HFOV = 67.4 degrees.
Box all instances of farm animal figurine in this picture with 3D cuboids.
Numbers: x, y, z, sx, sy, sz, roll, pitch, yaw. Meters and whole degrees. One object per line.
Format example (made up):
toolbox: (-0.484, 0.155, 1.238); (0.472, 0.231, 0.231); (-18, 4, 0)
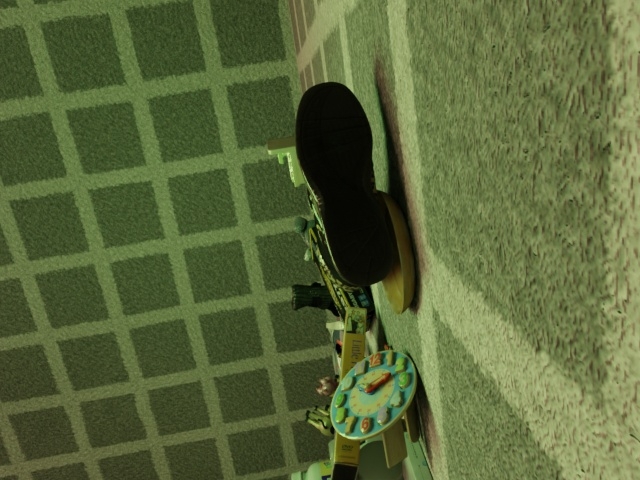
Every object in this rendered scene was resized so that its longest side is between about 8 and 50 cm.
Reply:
farm animal figurine: (0.101, 0.549, 1.661); (0.330, 0.172, 0.327); (-58, -24, -31)

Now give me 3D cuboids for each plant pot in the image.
plant pot: (0.137, 0.020, 0.898); (0.236, 0.032, 0.236); (171, 90, -88)

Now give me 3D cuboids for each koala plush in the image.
koala plush: (0.000, 0.000, 2.173); (0.221, 0.196, 0.203); (-105, -5, -58)

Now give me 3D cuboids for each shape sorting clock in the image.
shape sorting clock: (0.103, 0.305, 0.968); (0.040, 0.206, 0.206); (51, -173, -18)

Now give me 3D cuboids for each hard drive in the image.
hard drive: (0.123, 0.652, 1.575); (0.040, 0.203, 0.307); (61, 172, 13)

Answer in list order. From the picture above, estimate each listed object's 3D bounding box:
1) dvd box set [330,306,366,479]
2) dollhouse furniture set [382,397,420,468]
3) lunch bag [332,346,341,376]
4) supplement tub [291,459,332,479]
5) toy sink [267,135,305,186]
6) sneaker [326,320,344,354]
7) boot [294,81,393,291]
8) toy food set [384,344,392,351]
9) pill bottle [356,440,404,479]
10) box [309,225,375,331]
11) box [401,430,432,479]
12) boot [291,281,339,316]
dvd box set: (0.075, 0.436, 1.285); (0.308, 0.062, 0.420); (92, -176, -46)
dollhouse furniture set: (0.135, 0.390, 1.053); (0.151, 0.144, 0.123); (-10, 90, 51)
lunch bag: (0.132, 0.612, 2.178); (0.224, 0.107, 0.279); (117, 142, -77)
supplement tub: (0.087, 0.822, 1.534); (0.241, 0.331, 0.241); (170, 90, -87)
toy sink: (-0.045, -0.260, 1.537); (0.153, 0.234, 0.131); (-108, 9, -66)
sneaker: (0.096, 0.405, 1.974); (0.350, 0.131, 0.148); (98, 166, -80)
boot: (0.039, -0.079, 0.937); (0.284, 0.138, 0.378); (92, 163, -77)
toy food set: (0.174, 0.302, 1.204); (0.083, 0.020, 0.083); (-103, 5, -59)
pill bottle: (0.165, 0.670, 1.280); (0.153, 0.153, 0.265); (-104, 6, -59)
box: (0.064, 0.131, 1.542); (0.257, 0.079, 0.322); (91, 155, -65)
box: (0.213, 0.529, 1.021); (0.186, 0.038, 0.145); (-107, 8, -62)
boot: (-0.003, 0.272, 2.174); (0.348, 0.260, 0.131); (87, 173, -62)
